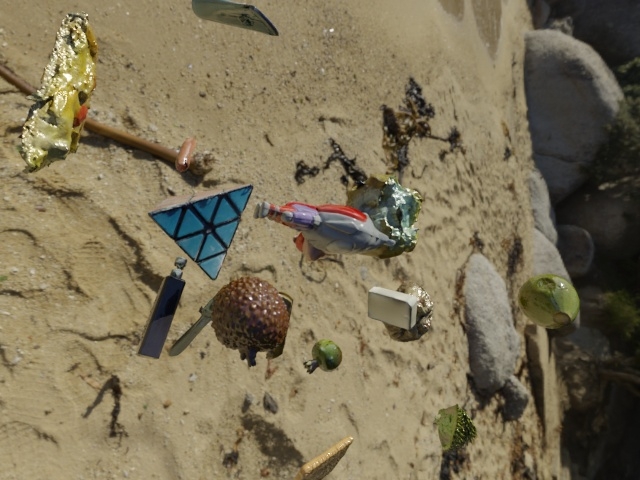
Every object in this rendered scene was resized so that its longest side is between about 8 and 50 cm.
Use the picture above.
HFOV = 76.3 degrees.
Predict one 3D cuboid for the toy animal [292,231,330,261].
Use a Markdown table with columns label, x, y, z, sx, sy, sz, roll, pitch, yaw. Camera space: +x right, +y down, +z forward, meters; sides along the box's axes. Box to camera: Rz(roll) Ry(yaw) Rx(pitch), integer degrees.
| label | x | y | z | sx | sy | sz | roll | pitch | yaw |
| --- | --- | --- | --- | --- | --- | --- | --- | --- | --- |
| toy animal | 0.000 | 0.000 | 1.576 | 0.171 | 0.197 | 0.172 | 26 | 59 | -54 |

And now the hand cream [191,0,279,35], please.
| label | x | y | z | sx | sy | sz | roll | pitch | yaw |
| --- | --- | --- | --- | --- | --- | --- | --- | --- | --- |
| hand cream | -0.176 | -0.441 | 0.790 | 0.083 | 0.224 | 0.048 | 23 | 97 | -57 |

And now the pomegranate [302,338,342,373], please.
| label | x | y | z | sx | sy | sz | roll | pitch | yaw |
| --- | --- | --- | --- | --- | --- | --- | --- | --- | --- |
| pomegranate | 0.008 | 0.407 | 1.402 | 0.142 | 0.114 | 0.115 | -28 | 116 | -28 |

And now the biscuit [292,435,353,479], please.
| label | x | y | z | sx | sy | sz | roll | pitch | yaw |
| --- | --- | --- | --- | --- | --- | --- | --- | --- | --- |
| biscuit | -0.005 | 0.668 | 1.196 | 0.249 | 0.030 | 0.160 | 1 | 122 | -53 |

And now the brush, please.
| label | x | y | z | sx | sy | sz | roll | pitch | yaw |
| --- | --- | --- | --- | --- | --- | --- | --- | --- | --- |
| brush | -0.347 | 0.243 | 1.190 | 0.085 | 0.336 | 0.020 | 19 | 33 | -47 |

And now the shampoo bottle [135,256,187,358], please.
| label | x | y | z | sx | sy | sz | roll | pitch | yaw |
| --- | --- | --- | --- | --- | --- | --- | --- | --- | --- |
| shampoo bottle | -0.466 | 0.194 | 1.219 | 0.071 | 0.098 | 0.310 | 21 | 65 | -21 |

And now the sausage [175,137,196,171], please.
| label | x | y | z | sx | sy | sz | roll | pitch | yaw |
| --- | --- | --- | --- | --- | --- | --- | --- | --- | --- |
| sausage | -0.417 | -0.273 | 1.271 | 0.177 | 0.040 | 0.047 | -95 | 168 | -48 |

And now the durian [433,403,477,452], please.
| label | x | y | z | sx | sy | sz | roll | pitch | yaw |
| --- | --- | --- | --- | --- | --- | --- | --- | --- | --- |
| durian | 0.342 | 0.484 | 1.049 | 0.215 | 0.086 | 0.100 | 93 | -20 | -53 |

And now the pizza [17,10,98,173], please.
| label | x | y | z | sx | sy | sz | roll | pitch | yaw |
| --- | --- | --- | --- | --- | --- | --- | --- | --- | --- |
| pizza | -0.446 | -0.204 | 0.703 | 0.075 | 0.280 | 0.288 | 14 | 47 | -27 |

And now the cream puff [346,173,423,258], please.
| label | x | y | z | sx | sy | sz | roll | pitch | yaw |
| --- | --- | --- | --- | --- | --- | --- | --- | --- | --- |
| cream puff | 0.114 | -0.038 | 0.738 | 0.156 | 0.121 | 0.156 | 16 | 64 | -37 |

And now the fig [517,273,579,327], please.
| label | x | y | z | sx | sy | sz | roll | pitch | yaw |
| --- | --- | --- | --- | --- | --- | --- | --- | --- | --- |
| fig | 0.872 | 0.229 | 1.540 | 0.230 | 0.207 | 0.207 | 110 | -15 | -82 |

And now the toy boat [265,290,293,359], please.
| label | x | y | z | sx | sy | sz | roll | pitch | yaw |
| --- | --- | --- | --- | --- | --- | --- | --- | --- | --- |
| toy boat | -0.198 | 0.371 | 1.757 | 0.089 | 0.121 | 0.321 | -92 | -167 | -71 |

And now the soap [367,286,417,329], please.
| label | x | y | z | sx | sy | sz | roll | pitch | yaw |
| --- | --- | --- | --- | --- | --- | --- | --- | --- | --- |
| soap | 0.272 | 0.257 | 1.561 | 0.063 | 0.183 | 0.122 | -27 | 122 | -51 |

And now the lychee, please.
| label | x | y | z | sx | sy | sz | roll | pitch | yaw |
| --- | --- | --- | --- | --- | --- | --- | --- | --- | --- |
| lychee | -0.180 | 0.203 | 1.047 | 0.200 | 0.200 | 0.238 | 42 | 36 | -50 |

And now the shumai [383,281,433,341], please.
| label | x | y | z | sx | sy | sz | roll | pitch | yaw |
| --- | --- | --- | --- | --- | --- | --- | --- | --- | --- |
| shumai | 0.399 | 0.304 | 1.976 | 0.262 | 0.266 | 0.314 | 54 | 44 | -47 |

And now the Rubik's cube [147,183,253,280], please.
| label | x | y | z | sx | sy | sz | roll | pitch | yaw |
| --- | --- | --- | --- | --- | --- | --- | --- | --- | --- |
| Rubik's cube | -0.352 | -0.060 | 1.166 | 0.228 | 0.233 | 0.228 | 22 | 52 | -16 |

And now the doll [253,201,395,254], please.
| label | x | y | z | sx | sy | sz | roll | pitch | yaw |
| --- | --- | --- | --- | --- | --- | --- | --- | --- | --- |
| doll | 0.015 | -0.020 | 0.611 | 0.227 | 0.102 | 0.075 | 14 | 89 | -24 |
